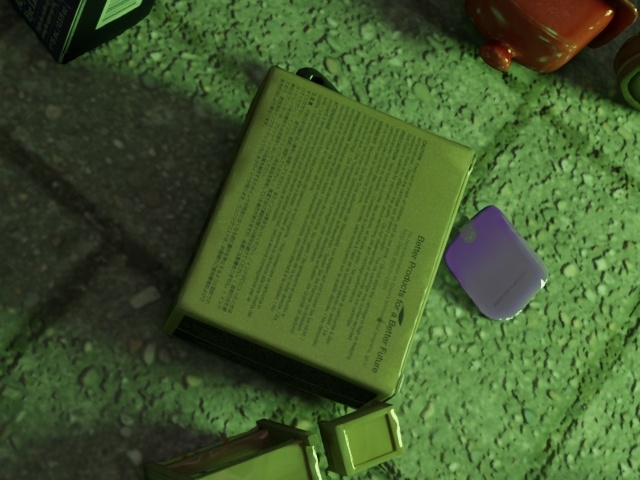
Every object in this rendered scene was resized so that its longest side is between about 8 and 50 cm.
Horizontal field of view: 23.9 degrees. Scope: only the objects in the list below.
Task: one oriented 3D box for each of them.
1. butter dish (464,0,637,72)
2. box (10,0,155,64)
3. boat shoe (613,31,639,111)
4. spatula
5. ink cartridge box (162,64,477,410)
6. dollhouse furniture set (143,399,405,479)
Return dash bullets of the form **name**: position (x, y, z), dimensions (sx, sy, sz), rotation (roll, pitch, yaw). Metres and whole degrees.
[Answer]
- **butter dish**: position (0.194, -0.212, 1.428), dimensions (0.160, 0.160, 0.118), rotation (38, 83, -2)
- **box**: position (-0.227, -0.283, 1.278), dimensions (0.108, 0.153, 0.207), rotation (-36, 83, -29)
- **boat shoe**: position (0.410, -0.185, 1.515), dimensions (0.307, 0.111, 0.104), rotation (2, 63, -31)
- **spatula**: position (0.084, -0.048, 1.364), dimensions (0.296, 0.030, 0.084), rotation (43, 65, 1)
- **ink cartridge box**: position (0.000, 0.000, 1.264), dimensions (0.193, 0.088, 0.235), rotation (24, 67, -7)
- **dollhouse furniture set**: position (-0.026, 0.226, 1.190), dimensions (0.182, 0.101, 0.161), rotation (-17, 99, -27)
